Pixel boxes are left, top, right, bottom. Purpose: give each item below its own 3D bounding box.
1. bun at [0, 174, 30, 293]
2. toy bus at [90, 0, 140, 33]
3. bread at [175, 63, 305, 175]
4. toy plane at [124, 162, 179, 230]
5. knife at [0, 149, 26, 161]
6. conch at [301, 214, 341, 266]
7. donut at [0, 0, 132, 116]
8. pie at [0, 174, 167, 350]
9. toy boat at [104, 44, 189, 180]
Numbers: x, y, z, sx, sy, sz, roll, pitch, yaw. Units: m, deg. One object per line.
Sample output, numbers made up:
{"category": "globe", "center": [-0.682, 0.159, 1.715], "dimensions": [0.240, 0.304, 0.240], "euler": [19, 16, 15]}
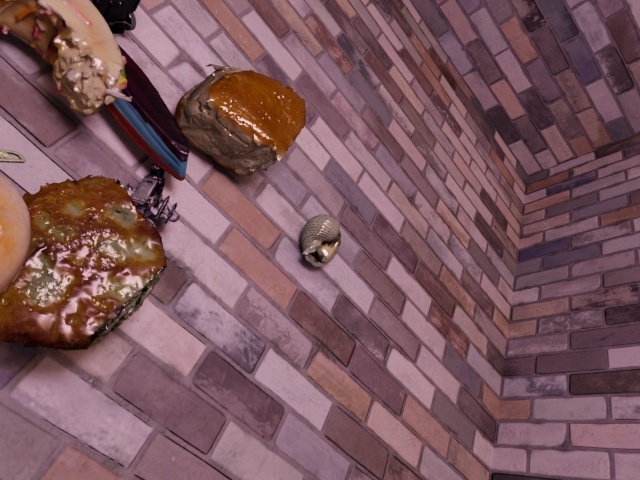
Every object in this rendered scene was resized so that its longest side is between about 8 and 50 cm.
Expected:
{"category": "bun", "center": [-0.588, -0.014, 0.614], "dimensions": [0.299, 0.164, 0.298], "euler": [6, 63, -12]}
{"category": "toy bus", "center": [-0.459, -0.586, 0.960], "dimensions": [0.126, 0.292, 0.133], "euler": [-33, 94, -46]}
{"category": "bread", "center": [-0.210, -0.324, 1.138], "dimensions": [0.279, 0.225, 0.250], "euler": [38, 52, -22]}
{"category": "toy plane", "center": [-0.387, -0.116, 0.987], "dimensions": [0.170, 0.078, 0.246], "euler": [15, 56, -8]}
{"category": "knife", "center": [-0.658, -0.163, 0.792], "dimensions": [0.207, 0.014, 0.030], "euler": [0, 72, -45]}
{"category": "conch", "center": [-0.002, -0.003, 1.296], "dimensions": [0.153, 0.102, 0.135], "euler": [-46, 122, -10]}
{"category": "donut", "center": [-0.566, -0.397, 0.814], "dimensions": [0.371, 0.150, 0.307], "euler": [9, 54, -49]}
{"category": "pie", "center": [-0.453, 0.035, 0.791], "dimensions": [0.289, 0.103, 0.354], "euler": [35, 51, -3]}
{"category": "toy boat", "center": [-0.415, -0.313, 1.004], "dimensions": [0.136, 0.079, 0.392], "euler": [-31, 82, -46]}
